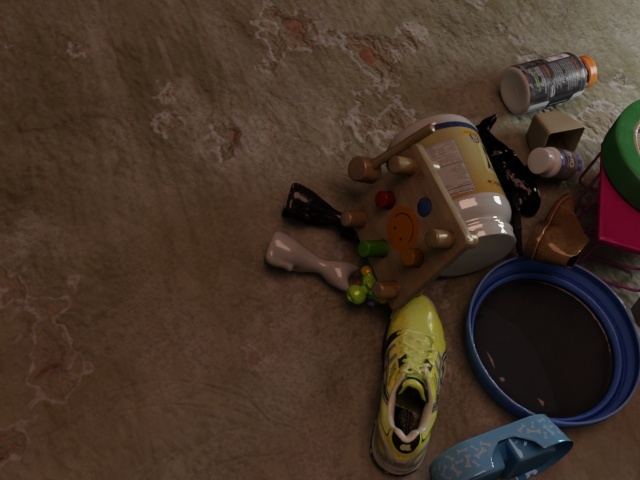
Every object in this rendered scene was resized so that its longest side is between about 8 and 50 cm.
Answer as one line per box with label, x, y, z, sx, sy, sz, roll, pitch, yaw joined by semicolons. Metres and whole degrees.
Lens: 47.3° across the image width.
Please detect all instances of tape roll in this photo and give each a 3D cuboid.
tape roll;0.812;-0.185;1.669;0.320;0.077;0.322;4;59;-7

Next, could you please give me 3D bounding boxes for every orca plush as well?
orca plush;0.472;-0.203;1.815;0.151;0.102;0.288;-3;62;-12

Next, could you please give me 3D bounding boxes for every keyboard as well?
keyboard;0.453;-0.051;1.693;0.023;0.108;0.180;-3;28;13

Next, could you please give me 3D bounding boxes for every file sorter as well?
file sorter;0.722;-0.051;1.728;0.202;0.182;0.291;16;59;0

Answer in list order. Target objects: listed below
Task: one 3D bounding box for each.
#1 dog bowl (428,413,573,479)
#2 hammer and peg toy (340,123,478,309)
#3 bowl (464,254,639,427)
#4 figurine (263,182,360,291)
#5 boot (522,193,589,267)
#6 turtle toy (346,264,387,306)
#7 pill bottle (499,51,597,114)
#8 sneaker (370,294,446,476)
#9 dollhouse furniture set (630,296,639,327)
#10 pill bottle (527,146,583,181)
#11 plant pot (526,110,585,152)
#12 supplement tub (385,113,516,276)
dog bowl;0.342;0.423;1.414;0.297;0.166;0.074;-15;54;-17
hammer and peg toy;0.160;-0.073;1.527;0.127;0.266;0.362;1;55;-38
bowl;0.499;0.220;1.599;0.390;0.077;0.392;5;60;-8
figurine;0.000;0.000;1.633;0.209;0.092;0.215;21;60;-3
boot;0.560;-0.016;1.678;0.115;0.112;0.305;22;33;21
turtle toy;0.111;0.106;1.591;0.130;0.066;0.095;-6;57;-47
pill bottle;0.614;-0.425;1.948;0.245;0.130;0.131;-17;65;-18
sneaker;0.195;0.272;1.476;0.145;0.147;0.385;10;57;-2
dollhouse furniture set;0.826;0.237;1.457;0.256;0.362;0.394;19;34;-5
pill bottle;0.582;-0.191;1.815;0.137;0.078;0.078;3;57;-37
plant pot;0.593;-0.272;1.880;0.108;0.109;0.096;-12;51;-16
supplement tub;0.293;-0.100;1.654;0.228;0.228;0.317;-9;63;-15
